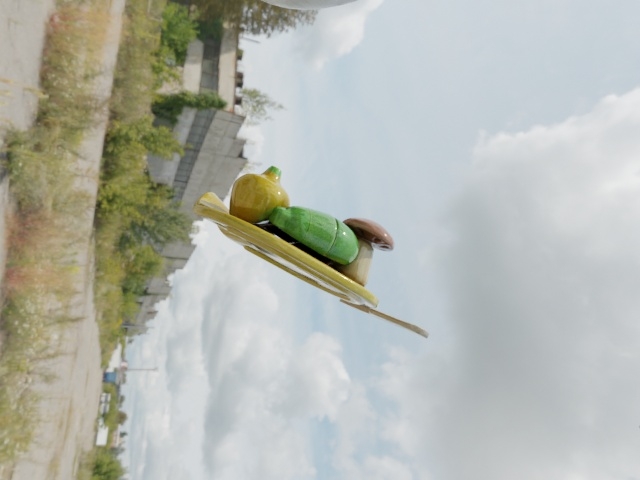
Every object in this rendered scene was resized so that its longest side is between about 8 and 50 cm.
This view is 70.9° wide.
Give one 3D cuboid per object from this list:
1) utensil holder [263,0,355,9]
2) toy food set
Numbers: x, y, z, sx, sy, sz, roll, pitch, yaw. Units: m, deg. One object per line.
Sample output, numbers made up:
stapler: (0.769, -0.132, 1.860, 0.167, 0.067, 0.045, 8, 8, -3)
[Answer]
utensil holder: (-0.035, -0.457, 0.354, 0.385, 0.327, 0.328, 36, 54, -69)
toy food set: (0.000, 0.000, 0.394, 0.128, 0.217, 0.071, 11, -109, 59)
